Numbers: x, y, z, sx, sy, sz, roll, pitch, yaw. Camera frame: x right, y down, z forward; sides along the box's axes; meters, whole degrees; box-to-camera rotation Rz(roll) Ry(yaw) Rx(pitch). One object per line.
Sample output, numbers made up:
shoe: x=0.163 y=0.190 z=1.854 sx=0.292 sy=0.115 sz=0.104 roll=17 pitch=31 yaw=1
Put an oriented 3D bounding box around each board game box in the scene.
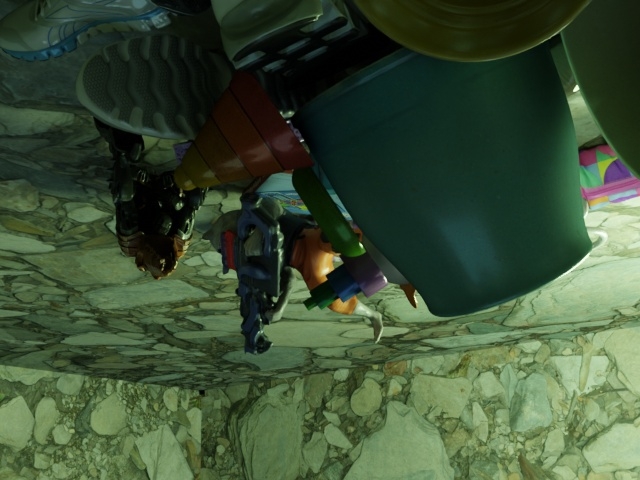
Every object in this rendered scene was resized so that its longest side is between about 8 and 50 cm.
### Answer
board game box: x=0.024 y=-0.078 z=1.183 sx=0.282 sy=0.027 sz=0.145 roll=7 pitch=157 yaw=-26

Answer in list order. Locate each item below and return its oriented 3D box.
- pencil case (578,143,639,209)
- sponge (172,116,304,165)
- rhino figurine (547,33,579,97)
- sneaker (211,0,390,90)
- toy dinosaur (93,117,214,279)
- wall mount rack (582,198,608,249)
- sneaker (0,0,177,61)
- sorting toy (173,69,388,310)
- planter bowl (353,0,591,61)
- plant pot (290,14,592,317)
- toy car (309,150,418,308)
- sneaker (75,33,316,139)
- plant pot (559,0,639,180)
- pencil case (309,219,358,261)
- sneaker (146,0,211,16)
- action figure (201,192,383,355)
pencil case: x=0.495 y=-0.118 z=1.033 sx=0.237 sy=0.104 sz=0.104 roll=-17 pitch=156 yaw=34
sponge: x=-0.058 y=-0.129 z=0.850 sx=0.210 sy=0.031 sz=0.117 roll=-23 pitch=-165 yaw=-41
rhino figurine: x=0.253 y=-0.189 z=0.836 sx=0.243 sy=0.073 sz=0.106 roll=-18 pitch=160 yaw=40
sneaker: x=-0.022 y=-0.228 z=0.648 sx=0.123 sy=0.146 sz=0.330 roll=-24 pitch=180 yaw=11
toy dinosaur: x=-0.211 y=-0.042 z=0.943 sx=0.165 sy=0.218 sz=0.322 roll=-6 pitch=-151 yaw=-39
wall mount rack: x=0.304 y=-0.024 z=1.247 sx=0.351 sy=0.130 sz=0.304 roll=0 pitch=157 yaw=-8
sneaker: x=-0.234 y=-0.233 z=0.666 sx=0.191 sy=0.071 sz=0.083 roll=-15 pitch=152 yaw=8
sorting toy: x=-0.041 y=-0.022 z=0.774 sx=0.126 sy=0.127 sz=0.365 roll=-33 pitch=138 yaw=1
planter bowl: x=0.120 y=-0.257 z=0.540 sx=0.217 sy=0.090 sz=0.217 roll=11 pitch=128 yaw=14
plant pot: x=0.144 y=-0.069 z=0.734 sx=0.272 sy=0.255 sz=0.271 roll=-25 pitch=-176 yaw=2
toy car: x=0.106 y=-0.026 z=0.971 sx=0.219 sy=0.237 sz=0.210 roll=-3 pitch=180 yaw=-7
sneaker: x=-0.136 y=-0.152 z=0.764 sx=0.281 sy=0.105 sz=0.115 roll=-8 pitch=179 yaw=-44
plant pot: x=0.384 y=-0.207 z=0.599 sx=0.274 sy=0.256 sz=0.256 roll=-22 pitch=158 yaw=6
pencil case: x=0.000 y=0.000 z=1.326 sx=0.206 sy=0.086 sz=0.088 roll=-3 pitch=-167 yaw=4
sneaker: x=-0.130 y=-0.243 z=0.580 sx=0.077 sy=0.072 sz=0.178 roll=35 pitch=176 yaw=25
action figure: x=-0.036 y=0.050 z=1.167 sx=0.331 sy=0.178 sz=0.341 roll=21 pitch=132 yaw=8
